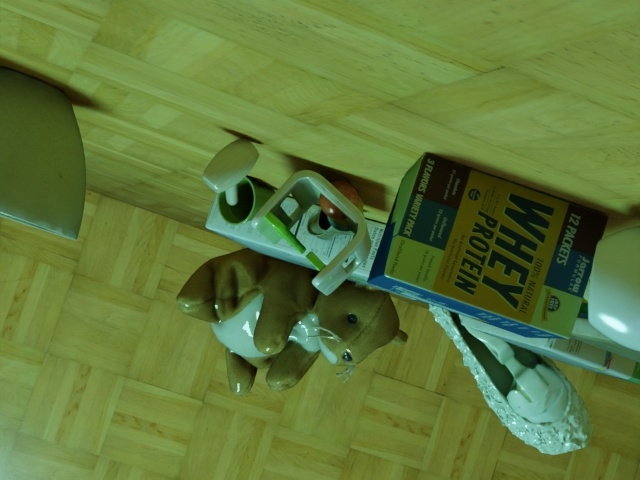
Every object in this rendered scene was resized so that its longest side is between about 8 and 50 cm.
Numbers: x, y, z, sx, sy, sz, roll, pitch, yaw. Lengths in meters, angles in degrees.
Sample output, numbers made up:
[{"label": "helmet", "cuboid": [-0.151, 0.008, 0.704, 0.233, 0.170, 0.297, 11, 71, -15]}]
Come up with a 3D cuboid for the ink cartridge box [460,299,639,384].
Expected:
[{"label": "ink cartridge box", "cuboid": [0.402, 0.137, 2.033, 0.278, 0.117, 0.201, 21, 175, -39]}]

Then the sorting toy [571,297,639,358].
[{"label": "sorting toy", "cuboid": [0.503, 0.134, 1.777, 0.257, 0.089, 0.255, 21, 175, -21]}]

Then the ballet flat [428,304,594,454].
[{"label": "ballet flat", "cuboid": [0.326, 0.215, 2.177, 0.409, 0.147, 0.147, 50, 179, 7]}]

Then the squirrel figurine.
[{"label": "squirrel figurine", "cuboid": [-0.006, 0.106, 2.402, 0.371, 0.397, 0.281, -4, 124, 30]}]

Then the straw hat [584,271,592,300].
[{"label": "straw hat", "cuboid": [0.365, 0.055, 1.567, 0.145, 0.061, 0.144, 19, 175, 2]}]

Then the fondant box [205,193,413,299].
[{"label": "fondant box", "cuboid": [0.000, 0.000, 2.158, 0.330, 0.096, 0.238, 18, 175, 23]}]

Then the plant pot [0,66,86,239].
[{"label": "plant pot", "cuboid": [-0.444, -0.135, 1.715, 0.284, 0.190, 0.284, 18, 176, 1]}]

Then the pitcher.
[{"label": "pitcher", "cuboid": [0.358, 0.038, 1.152, 0.207, 0.125, 0.177, 6, 151, 18]}]

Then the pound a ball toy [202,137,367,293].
[{"label": "pound a ball toy", "cuboid": [-0.026, -0.047, 1.697, 0.208, 0.136, 0.319, 44, 178, 7]}]

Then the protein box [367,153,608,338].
[{"label": "protein box", "cuboid": [0.174, 0.013, 1.349, 0.201, 0.135, 0.200, 19, 175, -1]}]

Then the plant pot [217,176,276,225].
[{"label": "plant pot", "cuboid": [-0.111, -0.063, 2.016, 0.083, 0.083, 0.079, 15, -174, 38]}]

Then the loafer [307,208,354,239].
[{"label": "loafer", "cuboid": [0.015, -0.034, 1.966, 0.050, 0.056, 0.148, 22, 165, -26]}]
